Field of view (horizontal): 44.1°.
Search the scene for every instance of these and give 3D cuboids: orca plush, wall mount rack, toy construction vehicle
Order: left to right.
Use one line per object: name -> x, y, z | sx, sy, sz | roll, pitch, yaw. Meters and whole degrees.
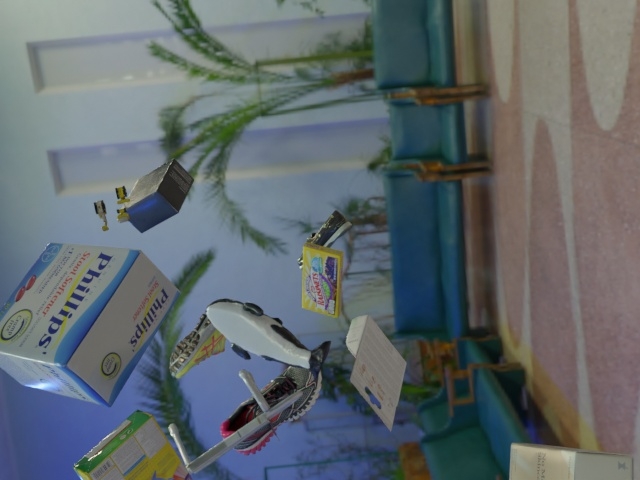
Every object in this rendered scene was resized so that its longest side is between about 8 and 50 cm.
toy construction vehicle -> -0.507, -0.076, 1.941 | 0.035, 0.085, 0.098 | 82, 168, -65
wall mount rack -> -0.210, 0.370, 1.620 | 0.130, 0.350, 0.304 | 55, 171, 10
orca plush -> -0.103, 0.187, 1.717 | 0.102, 0.287, 0.151 | -43, -43, -51

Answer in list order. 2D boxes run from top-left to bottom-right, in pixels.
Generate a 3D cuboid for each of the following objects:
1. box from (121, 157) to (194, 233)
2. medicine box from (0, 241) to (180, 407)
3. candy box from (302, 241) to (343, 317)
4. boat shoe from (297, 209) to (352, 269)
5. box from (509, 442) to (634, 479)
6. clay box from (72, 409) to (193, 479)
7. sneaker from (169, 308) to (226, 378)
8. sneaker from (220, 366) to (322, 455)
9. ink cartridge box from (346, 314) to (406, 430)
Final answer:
box -> -0.458, -0.125, 2.221 | 0.093, 0.156, 0.158 | 48, -146, -26
medicine box -> -0.466, 0.152, 1.526 | 0.149, 0.289, 0.263 | 55, -130, -39
candy box -> 0.004, 0.104, 2.035 | 0.027, 0.105, 0.206 | -51, -30, -48
boat shoe -> 0.000, 0.000, 2.411 | 0.069, 0.228, 0.081 | 50, -153, 8
box -> 0.493, 0.487, 1.581 | 0.311, 0.121, 0.148 | 124, 153, -74
clay box -> -0.260, 0.382, 1.192 | 0.053, 0.127, 0.222 | 5, 126, 47
sneaker -> -0.271, 0.252, 1.879 | 0.094, 0.208, 0.081 | 46, 168, -31
sneaker -> -0.118, 0.412, 1.981 | 0.121, 0.299, 0.112 | 39, 171, 39
ink cartridge box -> 0.121, 0.311, 1.854 | 0.181, 0.056, 0.225 | 53, -146, -22
